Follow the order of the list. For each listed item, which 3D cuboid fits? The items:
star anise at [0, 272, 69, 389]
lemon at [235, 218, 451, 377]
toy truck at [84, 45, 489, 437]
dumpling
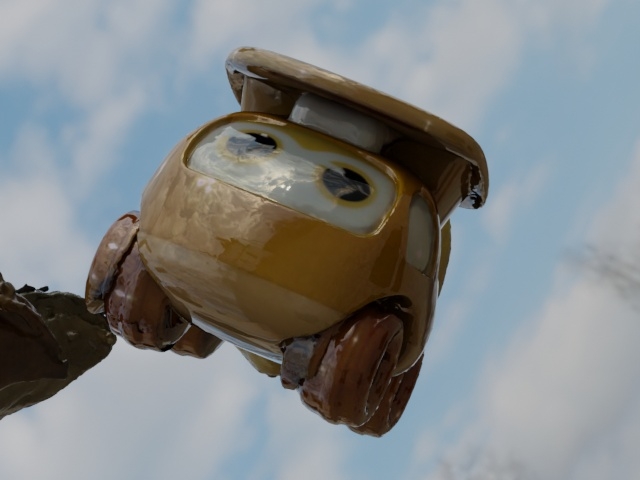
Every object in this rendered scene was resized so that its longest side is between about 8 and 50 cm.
[{"bbox_3d":[-0.330,0.040,1.306,0.148,0.237,0.346,-41,-51,14],"label":"star anise"},{"bbox_3d":[-0.001,0.001,1.962,0.293,0.293,0.293,-46,-28,-34],"label":"lemon"},{"bbox_3d":[-0.011,0.005,1.299,0.288,0.204,0.212,44,-112,-75],"label":"toy truck"},{"bbox_3d":[-0.333,0.140,1.621,0.332,0.086,0.166,-36,-47,5],"label":"dumpling"}]
